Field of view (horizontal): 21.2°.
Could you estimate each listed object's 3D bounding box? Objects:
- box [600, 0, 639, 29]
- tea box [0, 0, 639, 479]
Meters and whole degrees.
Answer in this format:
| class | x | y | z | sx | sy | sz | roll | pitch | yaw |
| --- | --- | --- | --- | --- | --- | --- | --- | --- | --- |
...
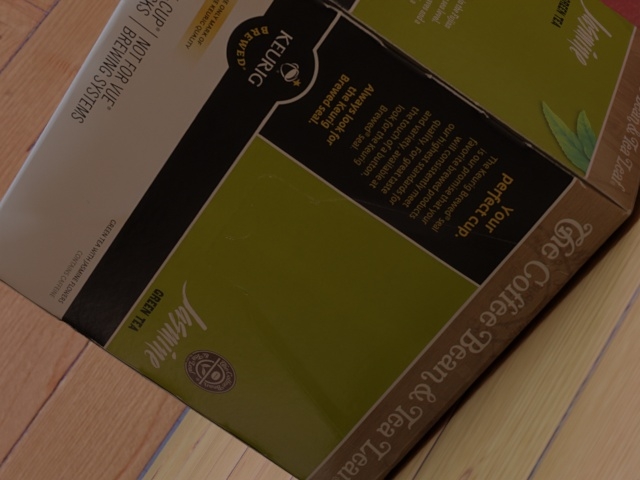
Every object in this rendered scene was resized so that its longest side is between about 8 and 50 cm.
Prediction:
| class | x | y | z | sx | sy | sz | roll | pitch | yaw |
| --- | --- | --- | --- | --- | --- | --- | --- | --- | --- |
| box | 0.203 | -0.194 | 1.389 | 0.232 | 0.127 | 0.148 | -54 | 4 | 21 |
| tea box | 0.002 | -0.055 | 1.142 | 0.329 | 0.323 | 0.220 | -51 | 6 | 36 |
